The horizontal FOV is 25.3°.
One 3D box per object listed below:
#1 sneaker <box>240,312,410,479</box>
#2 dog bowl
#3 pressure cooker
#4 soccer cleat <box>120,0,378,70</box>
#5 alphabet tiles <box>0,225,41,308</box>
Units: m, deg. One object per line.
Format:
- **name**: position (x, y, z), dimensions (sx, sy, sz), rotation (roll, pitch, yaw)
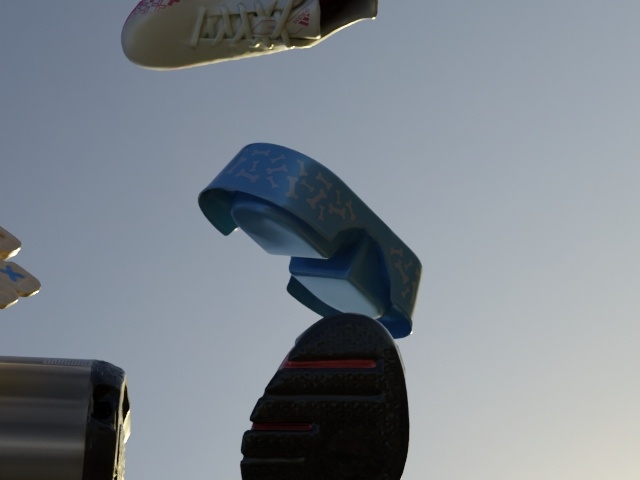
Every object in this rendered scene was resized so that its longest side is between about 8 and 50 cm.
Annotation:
- **sneaker**: position (-0.004, 0.207, 1.046), dimensions (0.136, 0.116, 0.313), rotation (94, -178, -89)
- **dog bowl**: position (0.000, 0.000, 1.534), dimensions (0.297, 0.166, 0.074), rotation (43, -116, -37)
- **pressure cooker**: position (-0.475, 0.330, 1.919), dimensions (0.420, 0.375, 0.370), rotation (3, -40, -6)
- **soccer cleat**: position (-0.082, -0.284, 1.775), dimensions (0.331, 0.143, 0.116), rotation (-21, -54, -17)
- **alphabet tiles**: position (-0.508, 0.008, 1.838), dimensions (0.021, 0.278, 0.284), rotation (-58, -8, 22)
